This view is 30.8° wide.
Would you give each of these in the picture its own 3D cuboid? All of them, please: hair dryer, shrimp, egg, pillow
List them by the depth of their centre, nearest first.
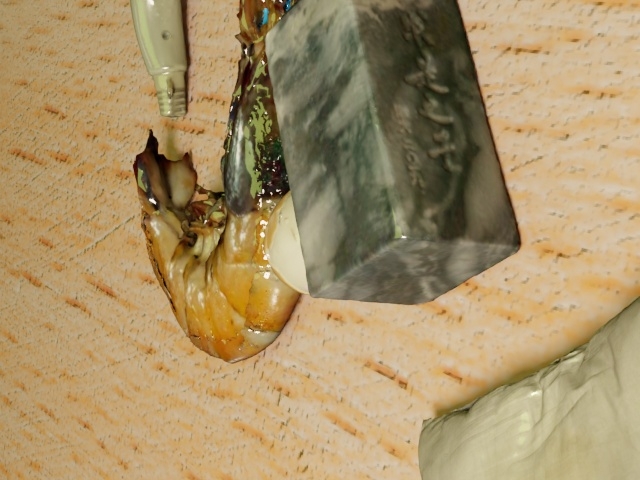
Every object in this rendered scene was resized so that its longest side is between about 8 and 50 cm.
[{"bbox_3d":[0.123,0.118,0.546,0.229,0.050,0.148,-43,43,48],"label":"pillow"},{"bbox_3d":[0.000,0.000,0.714,0.083,0.071,0.071,-50,48,48],"label":"egg"},{"bbox_3d":[-0.070,-0.065,0.830,0.222,0.054,0.291,28,113,52],"label":"shrimp"},{"bbox_3d":[-0.174,-0.280,0.983,0.296,0.118,0.298,39,130,56],"label":"hair dryer"}]

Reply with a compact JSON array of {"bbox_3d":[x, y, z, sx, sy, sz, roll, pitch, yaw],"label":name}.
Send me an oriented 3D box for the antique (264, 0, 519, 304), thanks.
[{"bbox_3d":[0.035,-0.064,0.656,0.086,0.088,0.183,-35,59,46],"label":"antique"}]
